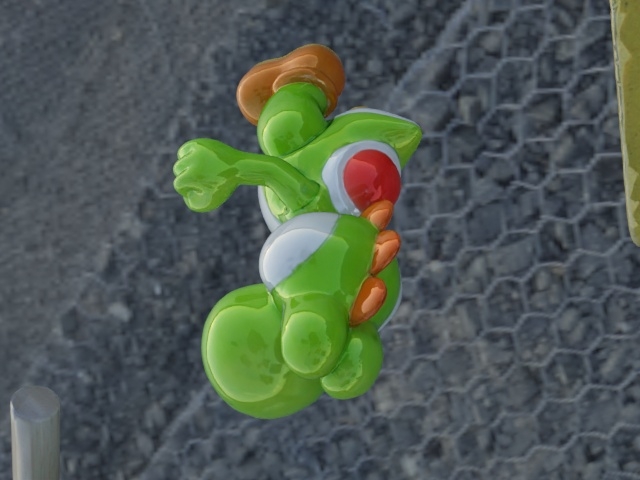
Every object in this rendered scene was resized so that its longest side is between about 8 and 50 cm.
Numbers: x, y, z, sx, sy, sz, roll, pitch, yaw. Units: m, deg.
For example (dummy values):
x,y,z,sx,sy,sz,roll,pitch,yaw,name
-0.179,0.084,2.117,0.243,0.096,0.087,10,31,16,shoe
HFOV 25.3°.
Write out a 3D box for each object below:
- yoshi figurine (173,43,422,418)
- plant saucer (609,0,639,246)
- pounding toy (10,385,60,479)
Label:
x,y,z,sx,sy,sz,roll,pitch,yaw,name
-0.026,0.008,1.198,0.362,0.204,0.203,-90,6,-51,yoshi figurine
0.245,-0.217,0.833,0.081,0.332,0.332,6,135,23,plant saucer
-0.103,0.196,0.462,0.183,0.110,0.236,94,156,-49,pounding toy
